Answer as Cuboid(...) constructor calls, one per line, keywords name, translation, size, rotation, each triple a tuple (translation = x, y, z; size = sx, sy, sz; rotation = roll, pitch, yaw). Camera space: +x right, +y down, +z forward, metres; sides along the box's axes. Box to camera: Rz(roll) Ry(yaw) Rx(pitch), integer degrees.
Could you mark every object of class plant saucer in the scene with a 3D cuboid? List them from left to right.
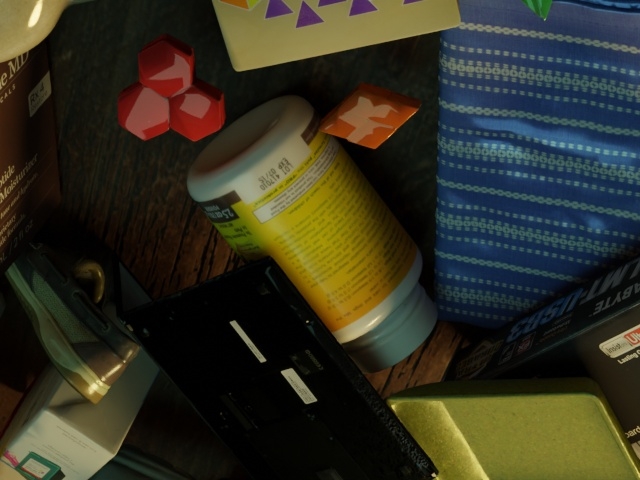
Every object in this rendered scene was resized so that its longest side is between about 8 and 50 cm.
Cuboid(name="plant saucer", translation=(0.171, 0.169, 1.201), size=(0.188, 0.045, 0.188), rotation=(-6, 129, 37))

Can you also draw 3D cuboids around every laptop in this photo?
Cuboid(name="laptop", translation=(-0.047, 0.100, 1.294), size=(0.264, 0.137, 0.234), rotation=(-21, 116, 38))

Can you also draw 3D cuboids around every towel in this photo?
Cuboid(name="towel", translation=(0.201, -0.043, 1.143), size=(0.243, 0.040, 0.336), rotation=(12, 130, 16))

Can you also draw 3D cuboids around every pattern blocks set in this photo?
Cuboid(name="pattern blocks set", translation=(-0.005, -0.198, 1.058), size=(0.324, 0.026, 0.286), rotation=(-2, 115, 13))

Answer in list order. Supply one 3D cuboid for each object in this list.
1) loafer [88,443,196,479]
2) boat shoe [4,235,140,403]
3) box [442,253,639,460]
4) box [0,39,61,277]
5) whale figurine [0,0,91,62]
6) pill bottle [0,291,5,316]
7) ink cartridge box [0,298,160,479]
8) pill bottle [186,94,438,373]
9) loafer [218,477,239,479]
Cuboid(name="loafer", translation=(-0.091, 0.282, 1.356), size=(0.319, 0.111, 0.112), rotation=(16, 154, 38))
Cuboid(name="boat shoe", translation=(-0.217, 0.046, 1.326), size=(0.073, 0.223, 0.080), rotation=(-35, 138, -2))
Cuboid(name="box", translation=(0.287, 0.148, 1.202), size=(0.293, 0.073, 0.295), rotation=(38, 140, -15))
Cuboid(name="box", translation=(-0.327, -0.083, 1.257), size=(0.167, 0.168, 0.203), rotation=(15, 132, 14))
Cuboid(name="whale figurine", translation=(-0.230, -0.258, 1.121), size=(0.216, 0.141, 0.272), rotation=(34, 111, -23))
Cuboid(name="pill bottle", translation=(-0.458, 0.041, 1.415), size=(0.301, 0.169, 0.169), rotation=(33, 132, -4))
Cuboid(name="ink cartridge box", translation=(-0.237, 0.168, 1.428), size=(0.078, 0.134, 0.231), rotation=(34, 141, -11))
Cuboid(name="pill bottle", translation=(0.000, 0.000, 1.212), size=(0.117, 0.117, 0.215), rotation=(-23, 114, 36))
Cuboid(name="loafer", translation=(-0.139, 0.332, 1.552), size=(0.095, 0.109, 0.303), rotation=(27, 135, 7))
